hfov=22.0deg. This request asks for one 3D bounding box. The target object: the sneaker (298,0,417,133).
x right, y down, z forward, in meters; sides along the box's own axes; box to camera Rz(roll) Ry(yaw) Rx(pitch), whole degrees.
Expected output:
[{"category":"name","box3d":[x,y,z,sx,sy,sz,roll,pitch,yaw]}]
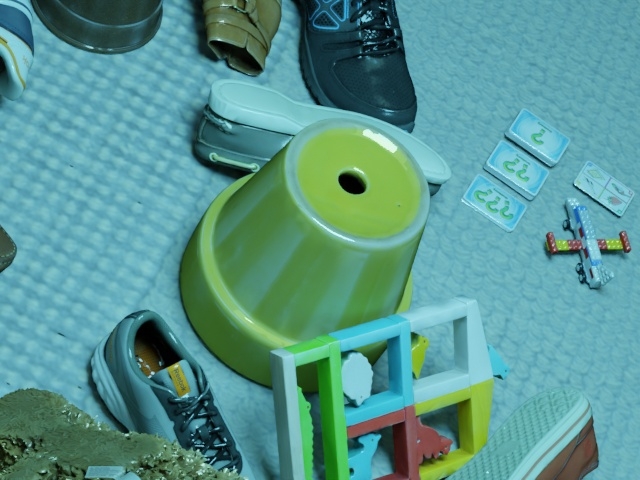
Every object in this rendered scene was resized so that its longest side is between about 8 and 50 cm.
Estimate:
[{"category":"sneaker","box3d":[0.040,-0.282,2.050,0.125,0.140,0.341,-7,63,-30]}]

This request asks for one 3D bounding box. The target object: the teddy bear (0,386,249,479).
[{"category":"teddy bear","box3d":[-0.198,0.246,1.537,0.338,0.113,0.245,11,26,25]}]

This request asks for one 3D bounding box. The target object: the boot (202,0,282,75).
[{"category":"boot","box3d":[-0.128,-0.302,2.012,0.197,0.073,0.152,26,56,-26]}]

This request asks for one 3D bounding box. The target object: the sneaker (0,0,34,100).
[{"category":"sneaker","box3d":[-0.469,-0.219,1.798,0.321,0.126,0.127,1,59,-20]}]

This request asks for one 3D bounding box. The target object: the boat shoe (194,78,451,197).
[{"category":"boat shoe","box3d":[0.003,-0.102,1.944,0.305,0.091,0.109,17,27,-13]}]

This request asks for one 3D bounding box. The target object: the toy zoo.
[{"category":"toy zoo","box3d":[0.084,0.173,1.751,0.293,0.030,0.192,-14,108,-31]}]

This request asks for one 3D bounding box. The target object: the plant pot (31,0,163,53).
[{"category":"plant pot","box3d":[-0.246,-0.337,1.948,0.167,0.165,0.167,11,53,-16]}]

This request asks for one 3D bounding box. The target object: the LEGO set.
[{"category":"LEGO set","box3d":[0.321,-0.050,2.068,0.244,0.060,0.182,36,55,2]}]

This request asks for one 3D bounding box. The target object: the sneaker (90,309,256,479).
[{"category":"sneaker","box3d":[-0.140,0.191,1.673,0.100,0.108,0.271,-24,71,-36]}]

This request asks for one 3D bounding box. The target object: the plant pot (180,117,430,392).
[{"category":"plant pot","box3d":[0.000,0.000,1.779,0.254,0.239,0.254,11,53,-16]}]

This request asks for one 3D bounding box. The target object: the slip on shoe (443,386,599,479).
[{"category":"slip on shoe","box3d":[0.187,0.287,1.750,0.331,0.123,0.101,-39,112,-32]}]

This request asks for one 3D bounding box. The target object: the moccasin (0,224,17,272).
[{"category":"moccasin","box3d":[-0.429,-0.130,1.698,0.380,0.147,0.139,58,14,1]}]
